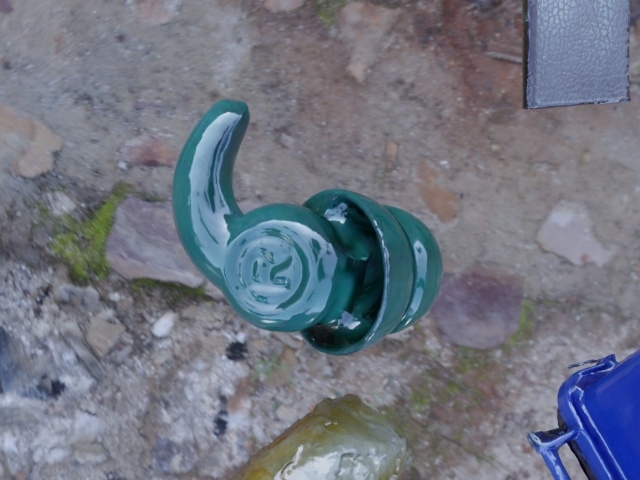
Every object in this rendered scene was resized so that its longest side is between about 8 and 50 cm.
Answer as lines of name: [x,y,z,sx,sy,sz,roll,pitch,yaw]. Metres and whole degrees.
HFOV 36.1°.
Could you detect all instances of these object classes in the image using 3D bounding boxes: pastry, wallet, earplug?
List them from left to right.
pastry: [-0.034,0.301,1.133,0.330,0.329,0.136,-40,78,-11]
earplug: [-0.005,0.001,1.006,0.280,0.257,0.164,8,126,-35]
wallet: [0.284,-0.272,1.098,0.133,0.039,0.243,-7,102,-14]

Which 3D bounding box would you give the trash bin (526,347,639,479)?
trash bin: [0.247,0.090,0.527,0.184,0.234,0.162,-13,62,-24]
